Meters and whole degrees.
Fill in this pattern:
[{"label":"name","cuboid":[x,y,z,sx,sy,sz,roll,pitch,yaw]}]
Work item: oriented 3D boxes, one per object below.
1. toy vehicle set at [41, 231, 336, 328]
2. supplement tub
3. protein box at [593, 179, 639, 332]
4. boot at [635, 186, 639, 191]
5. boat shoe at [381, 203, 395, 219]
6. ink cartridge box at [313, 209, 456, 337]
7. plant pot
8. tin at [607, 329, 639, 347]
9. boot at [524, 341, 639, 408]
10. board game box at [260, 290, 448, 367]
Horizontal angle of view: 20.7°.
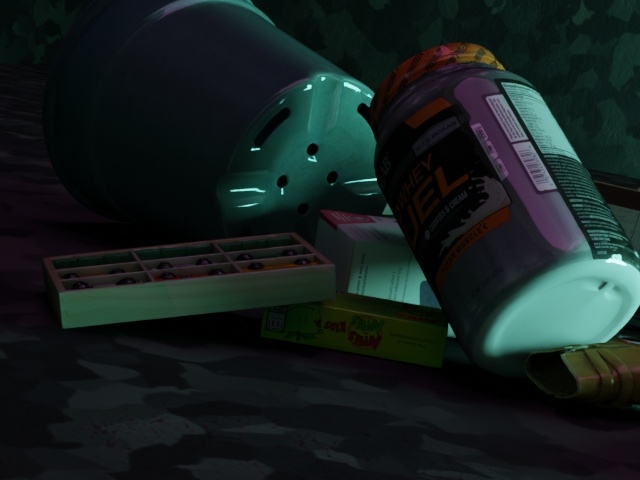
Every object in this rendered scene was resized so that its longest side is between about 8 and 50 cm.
[{"label":"toy vehicle set","cuboid":[-0.133,0.037,1.726,0.267,0.035,0.166,-6,12,-14]},{"label":"supplement tub","cuboid":[0.174,-0.037,1.754,0.193,0.193,0.316,3,46,-34]},{"label":"protein box","cuboid":[0.394,0.040,1.941,0.201,0.136,0.200,16,-6,36]},{"label":"boot","cuboid":[0.485,0.034,2.181,0.211,0.104,0.295,20,-17,16]},{"label":"boat shoe","cuboid":[0.191,-0.005,2.312,0.305,0.091,0.109,5,15,-21]},{"label":"ink cartridge box","cuboid":[0.123,0.041,1.923,0.237,0.100,0.172,7,10,-14]},{"label":"plant pot","cuboid":[-0.105,-0.123,2.105,0.341,0.341,0.334,2,21,-40]},{"label":"tin","cuboid":[0.351,0.130,1.812,0.106,0.040,0.189,9,8,-27]},{"label":"boot","cuboid":[0.300,0.134,1.636,0.152,0.073,0.197,5,-2,-32]},{"label":"board game box","cuboid":[0.037,0.083,1.758,0.181,0.043,0.092,10,10,4]}]
